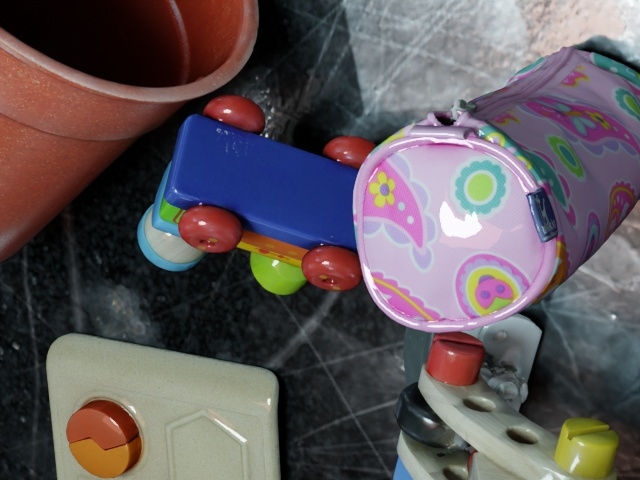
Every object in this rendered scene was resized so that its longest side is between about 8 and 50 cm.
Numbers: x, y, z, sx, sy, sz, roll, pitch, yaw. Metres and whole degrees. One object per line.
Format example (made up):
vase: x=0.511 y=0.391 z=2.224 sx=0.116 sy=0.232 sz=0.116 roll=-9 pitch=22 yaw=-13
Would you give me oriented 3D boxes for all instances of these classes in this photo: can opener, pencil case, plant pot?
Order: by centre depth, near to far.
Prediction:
pencil case: x=0.117 y=-0.038 z=0.949 sx=0.124 sy=0.284 sz=0.124 roll=7 pitch=106 yaw=24
plant pot: x=-0.227 y=-0.129 z=1.144 sx=0.272 sy=0.272 sz=0.265 roll=51 pitch=129 yaw=7
can opener: x=0.090 y=0.166 z=1.159 sx=0.093 sy=0.074 sz=0.280 roll=39 pitch=124 yaw=54

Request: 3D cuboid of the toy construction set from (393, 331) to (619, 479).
toy construction set: x=0.187 y=0.140 z=0.961 sx=0.257 sy=0.237 sz=0.309 roll=35 pitch=109 yaw=-7

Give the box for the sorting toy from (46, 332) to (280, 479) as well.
sorting toy: x=-0.085 y=0.206 z=1.271 sx=0.307 sy=0.041 sz=0.229 roll=8 pitch=108 yaw=27

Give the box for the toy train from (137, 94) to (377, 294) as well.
toy train: x=0.000 y=0.000 z=1.137 sx=0.248 sy=0.105 sz=0.143 roll=18 pitch=154 yaw=-16
